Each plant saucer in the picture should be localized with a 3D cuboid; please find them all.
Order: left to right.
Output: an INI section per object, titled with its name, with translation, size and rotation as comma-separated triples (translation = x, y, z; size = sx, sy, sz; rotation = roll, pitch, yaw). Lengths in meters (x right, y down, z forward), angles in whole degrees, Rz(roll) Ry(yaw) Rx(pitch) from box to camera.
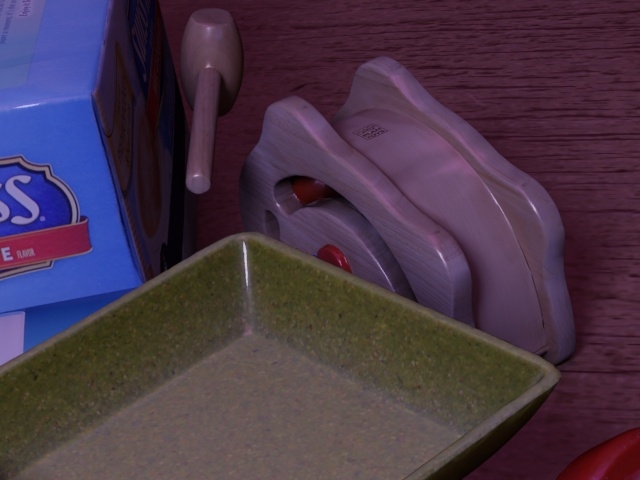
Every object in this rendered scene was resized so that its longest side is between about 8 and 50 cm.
[plant saucer]
translation = -0.034, 0.079, 0.708
size = 0.188, 0.045, 0.188
rotation = -31, 38, -33

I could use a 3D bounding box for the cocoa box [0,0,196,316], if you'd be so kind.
[cocoa box]
translation = -0.201, -0.038, 1.039
size = 0.232, 0.228, 0.347
rotation = -9, 29, 2

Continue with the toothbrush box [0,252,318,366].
[toothbrush box]
translation = -0.078, 0.144, 0.781
size = 0.216, 0.126, 0.295
rotation = -10, 30, -2

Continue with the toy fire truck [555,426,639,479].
[toy fire truck]
translation = 0.145, 0.184, 0.565
size = 0.302, 0.254, 0.169
rotation = -27, -7, -30

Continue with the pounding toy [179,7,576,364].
[pounding toy]
translation = 0.000, 0.000, 1.012
size = 0.155, 0.154, 0.269
rotation = -26, 52, -27
